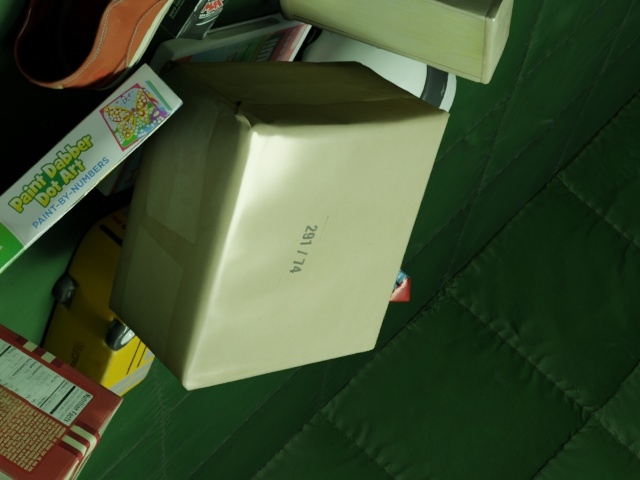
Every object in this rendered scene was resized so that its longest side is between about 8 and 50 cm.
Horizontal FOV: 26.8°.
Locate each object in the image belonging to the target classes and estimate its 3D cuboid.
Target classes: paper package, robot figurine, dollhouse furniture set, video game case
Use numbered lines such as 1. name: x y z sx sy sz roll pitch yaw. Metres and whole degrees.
1. paper package: -0.048 -0.028 1.501 0.309 0.168 0.325 -7 124 -41
2. robot figurine: 0.078 -0.218 1.761 0.278 0.173 0.209 -1 107 -70
3. dollhouse furniture set: 0.137 -0.411 1.487 0.362 0.256 0.394 77 35 -71
4. video game case: -0.130 -0.167 1.567 0.285 0.025 0.204 -27 154 -54

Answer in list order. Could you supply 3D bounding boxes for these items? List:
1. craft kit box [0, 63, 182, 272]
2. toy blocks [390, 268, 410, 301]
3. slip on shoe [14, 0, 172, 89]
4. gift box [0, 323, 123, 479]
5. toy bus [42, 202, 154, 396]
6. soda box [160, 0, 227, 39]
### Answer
1. craft kit box: -0.253 -0.048 1.274 0.247 0.061 0.250 -48 -171 -14
2. toy blocks: 0.000 0.000 1.841 0.191 0.261 0.381 -46 169 2
3. slip on shoe: -0.168 -0.246 1.103 0.101 0.123 0.331 -27 158 -47
4. gift box: -0.395 0.234 1.388 0.258 0.276 0.255 -59 175 22
5. toy bus: -0.267 0.108 1.693 0.130 0.108 0.333 -36 160 -45
6. soda box: -0.103 -0.278 1.301 0.169 0.060 0.053 -54 163 20
